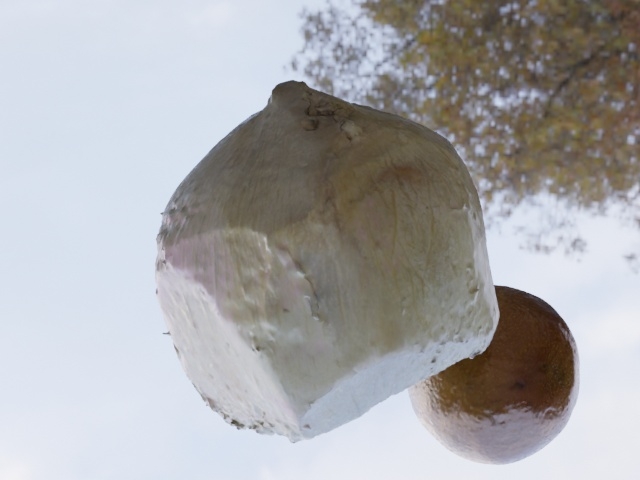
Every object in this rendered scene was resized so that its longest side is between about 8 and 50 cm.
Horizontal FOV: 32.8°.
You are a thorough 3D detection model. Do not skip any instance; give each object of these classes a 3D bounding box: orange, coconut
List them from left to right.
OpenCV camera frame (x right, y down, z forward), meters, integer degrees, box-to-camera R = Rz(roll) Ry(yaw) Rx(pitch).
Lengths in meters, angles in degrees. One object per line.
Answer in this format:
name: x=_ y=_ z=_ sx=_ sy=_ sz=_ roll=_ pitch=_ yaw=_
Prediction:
coconut: x=0.000 y=0.000 z=1.258 sx=0.405 sy=0.404 sz=0.404 roll=-2 pitch=-141 yaw=2
orange: x=0.243 y=0.193 z=1.555 sx=0.264 sy=0.264 sz=0.264 roll=-2 pitch=-141 yaw=2
